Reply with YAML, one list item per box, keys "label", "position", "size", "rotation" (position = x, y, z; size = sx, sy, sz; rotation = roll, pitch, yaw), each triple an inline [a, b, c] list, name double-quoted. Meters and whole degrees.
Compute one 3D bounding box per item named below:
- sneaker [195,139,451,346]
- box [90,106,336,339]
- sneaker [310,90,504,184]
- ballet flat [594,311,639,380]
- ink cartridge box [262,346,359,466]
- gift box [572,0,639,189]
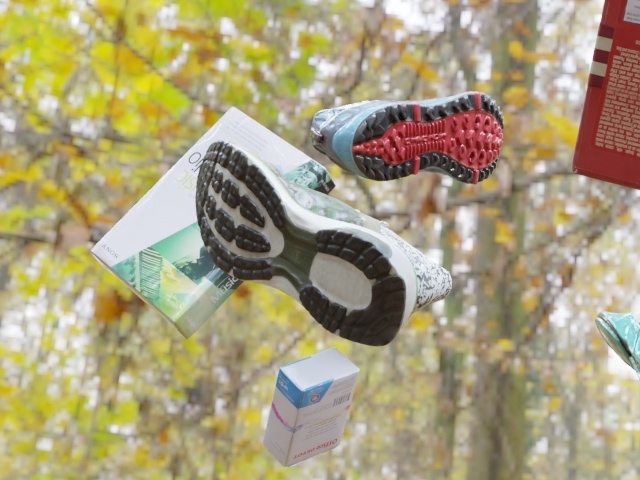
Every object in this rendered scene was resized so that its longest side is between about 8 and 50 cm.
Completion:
- label: "sneaker"
  position: [0.000, 0.000, 1.858]
  size: [0.410, 0.158, 0.182]
  rotation: [36, 25, 34]
- label: "box"
  position: [-0.164, -0.033, 2.185]
  size: [0.232, 0.322, 0.058]
  rotation: [35, -12, 39]
- label: "sneaker"
  position: [0.097, -0.124, 1.620]
  size: [0.262, 0.104, 0.125]
  rotation: [0, 13, -44]
- label: "ballet flat"
  position: [0.440, 0.142, 1.924]
  size: [0.087, 0.247, 0.083]
  rotation: [-33, -72, 4]
- label: "ink cartridge box"
  position: [-0.012, 0.198, 1.720]
  size: [0.088, 0.052, 0.122]
  rotation: [-16, -48, -37]
- label: "gift box"
  position: [0.414, -0.158, 1.310]
  size: [0.255, 0.276, 0.258]
  rotation: [25, 17, 38]
